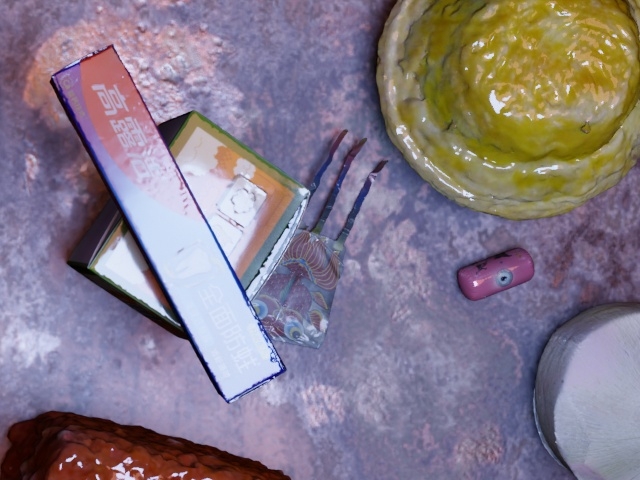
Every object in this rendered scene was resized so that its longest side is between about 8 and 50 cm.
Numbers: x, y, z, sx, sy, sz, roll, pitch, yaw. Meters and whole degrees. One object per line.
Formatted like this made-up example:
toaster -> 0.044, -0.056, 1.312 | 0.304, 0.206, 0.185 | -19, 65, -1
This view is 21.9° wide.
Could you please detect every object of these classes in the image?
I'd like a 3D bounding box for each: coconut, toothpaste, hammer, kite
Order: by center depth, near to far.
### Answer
toothpaste -> -0.133, -0.014, 1.444 | 0.066, 0.076, 0.320 | -29, 96, -8
coconut -> 0.331, 0.170, 1.688 | 0.224, 0.234, 0.224 | -1, 95, -17
kite -> -0.002, -0.001, 1.703 | 0.127, 0.016, 0.229 | 35, 81, -31
hammer -> 0.186, 0.036, 1.747 | 0.083, 0.043, 0.043 | -19, 95, -15

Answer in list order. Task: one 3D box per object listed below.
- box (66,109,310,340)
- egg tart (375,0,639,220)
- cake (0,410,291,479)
box -> -0.127, -0.009, 1.586 | 0.148, 0.195, 0.177 | 34, 82, -13
egg tart -> 0.215, -0.177, 1.657 | 0.319, 0.128, 0.319 | 1, 84, -11
cake -> -0.186, 0.336, 1.537 | 0.270, 0.269, 0.319 | 17, 85, -14
